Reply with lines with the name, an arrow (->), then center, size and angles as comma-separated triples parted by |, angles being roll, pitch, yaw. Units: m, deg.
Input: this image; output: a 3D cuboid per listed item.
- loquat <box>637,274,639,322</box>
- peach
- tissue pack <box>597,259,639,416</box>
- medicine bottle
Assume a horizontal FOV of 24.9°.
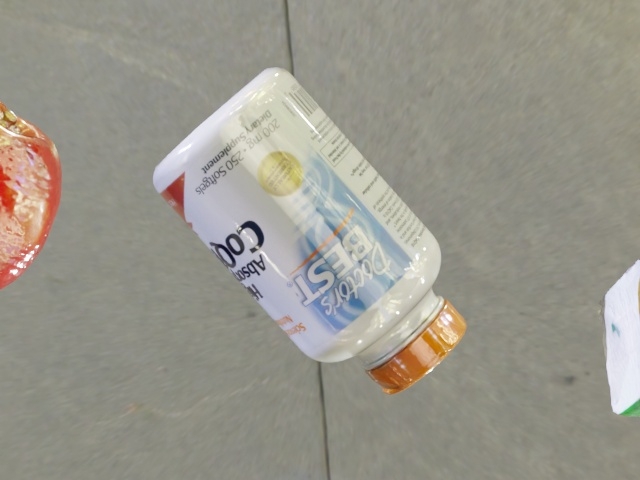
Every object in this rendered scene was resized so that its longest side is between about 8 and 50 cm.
loquat -> 0.312, 0.025, 0.970 | 0.176, 0.234, 0.187 | 39, 60, -2
peach -> -0.392, -0.015, 1.624 | 0.159, 0.154, 0.267 | 38, 89, -29
tissue pack -> 0.348, 0.098, 1.153 | 0.209, 0.148, 0.156 | -2, 71, -7
medicine bottle -> 0.000, 0.000, 1.275 | 0.157, 0.157, 0.288 | -42, 95, -2
